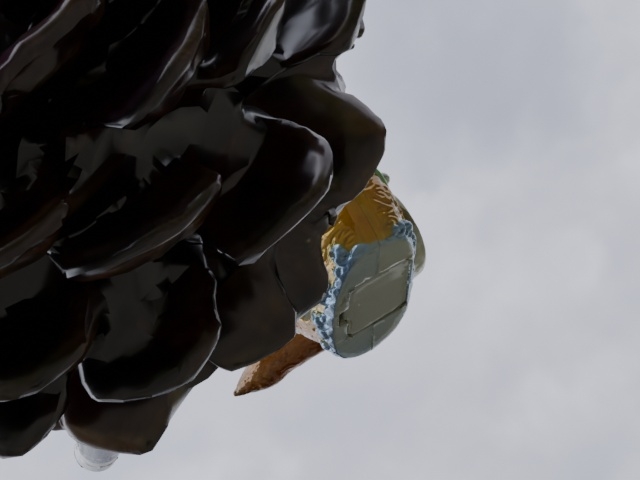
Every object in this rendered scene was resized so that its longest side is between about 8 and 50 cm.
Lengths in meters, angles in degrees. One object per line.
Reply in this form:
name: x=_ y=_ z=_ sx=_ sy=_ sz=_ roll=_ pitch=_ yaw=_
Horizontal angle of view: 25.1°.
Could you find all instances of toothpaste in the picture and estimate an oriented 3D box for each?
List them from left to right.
toothpaste: x=-0.201 y=0.173 z=1.360 sx=0.071 sy=0.045 sz=0.193 roll=-44 pitch=-6 yaw=-25

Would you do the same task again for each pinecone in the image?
pinecone: x=-0.120 y=-0.088 z=0.535 sx=0.242 sy=0.298 sz=0.296 roll=-25 pitch=-39 yaw=32

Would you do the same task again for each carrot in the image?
carrot: x=-0.019 y=0.105 z=1.580 sx=0.205 sy=0.072 sz=0.072 roll=-44 pitch=-42 yaw=7

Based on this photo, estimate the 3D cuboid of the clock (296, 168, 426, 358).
clock: x=0.000 y=0.000 z=1.058 sx=0.103 sy=0.144 sz=0.231 roll=-26 pitch=-32 yaw=-21
